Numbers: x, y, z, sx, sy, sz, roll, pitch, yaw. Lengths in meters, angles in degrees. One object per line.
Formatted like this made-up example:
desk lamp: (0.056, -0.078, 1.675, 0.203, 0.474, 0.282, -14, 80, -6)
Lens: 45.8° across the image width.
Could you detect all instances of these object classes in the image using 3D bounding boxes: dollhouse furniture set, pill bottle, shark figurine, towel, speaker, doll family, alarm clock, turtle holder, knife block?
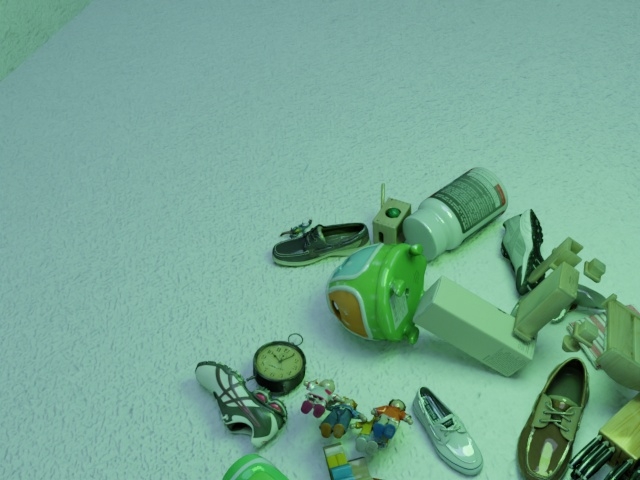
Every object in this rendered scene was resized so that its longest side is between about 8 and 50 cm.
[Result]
dollhouse furniture set: (0.648, 0.216, 1.752, 0.355, 0.174, 0.303, 34, 40, -3)
pill bottle: (0.376, -0.075, 2.123, 0.283, 0.161, 0.161, -32, 50, -25)
shark figurine: (0.565, 0.136, 1.908, 0.278, 0.116, 0.166, -17, 44, -3)
towel: (0.729, 0.233, 1.867, 0.196, 0.029, 0.144, -15, 42, -9)
speaker: (-0.074, 0.571, 1.546, 0.131, 0.131, 0.296, -35, 51, -26)
doll family: (0.074, 0.401, 1.698, 0.262, 0.119, 0.163, 15, 16, 15)
alarm clock: (-0.093, 0.299, 1.866, 0.129, 0.064, 0.192, 18, 45, 16)
turtle holder: (0.152, 0.102, 1.915, 0.227, 0.243, 0.321, 1, 57, 29)
knife block: (0.645, 0.427, 1.635, 0.241, 0.088, 0.276, 2, 45, 7)

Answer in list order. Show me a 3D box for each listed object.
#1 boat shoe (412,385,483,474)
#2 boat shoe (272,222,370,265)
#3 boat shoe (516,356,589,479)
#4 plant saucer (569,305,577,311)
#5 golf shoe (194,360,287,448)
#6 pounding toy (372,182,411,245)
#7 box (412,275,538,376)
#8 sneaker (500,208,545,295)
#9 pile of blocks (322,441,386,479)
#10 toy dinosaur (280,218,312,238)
boat shoe: (0.277, 0.421, 1.692, 0.083, 0.076, 0.226, -28, 48, -20)
boat shoe: (0.000, 0.000, 2.139, 0.285, 0.092, 0.103, -8, 44, -1)
boat shoe: (0.515, 0.388, 1.668, 0.123, 0.117, 0.324, 15, 48, 20)
plant saucer: (0.627, 0.155, 1.966, 0.083, 0.013, 0.084, -3, 45, 3)
golf shoe: (-0.208, 0.377, 1.779, 0.272, 0.105, 0.120, 24, 59, 28)
pounding toy: (0.194, -0.061, 2.144, 0.100, 0.141, 0.130, 18, 49, 23)
box: (0.367, 0.205, 1.797, 0.275, 0.113, 0.094, 32, 51, -5)
sneaker: (0.543, 0.040, 2.050, 0.107, 0.100, 0.272, -18, 43, 31)
pile of blocks: (0.100, 0.547, 1.534, 0.112, 0.149, 0.362, -14, 44, -7)
toy dinosaur: (-0.063, -0.039, 2.227, 0.090, 0.047, 0.082, 9, 27, 29)
